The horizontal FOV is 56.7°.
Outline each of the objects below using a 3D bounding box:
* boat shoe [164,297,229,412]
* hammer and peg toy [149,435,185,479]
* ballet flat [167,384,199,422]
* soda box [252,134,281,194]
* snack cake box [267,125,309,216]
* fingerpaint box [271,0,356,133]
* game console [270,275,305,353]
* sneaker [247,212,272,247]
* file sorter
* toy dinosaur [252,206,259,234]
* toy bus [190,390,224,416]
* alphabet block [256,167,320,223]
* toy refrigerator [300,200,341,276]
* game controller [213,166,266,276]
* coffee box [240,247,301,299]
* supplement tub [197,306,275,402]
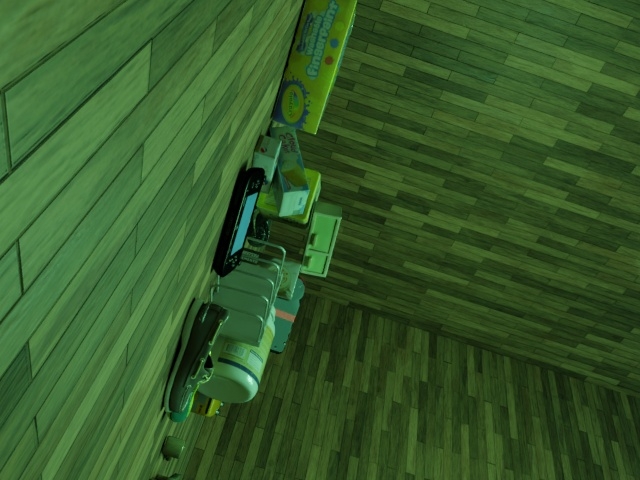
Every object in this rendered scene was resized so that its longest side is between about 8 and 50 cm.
[{"bbox_3d":[-0.319,0.308,1.520,0.116,0.096,0.324,-83,-169,-77],"label":"boat shoe"},{"bbox_3d":[-0.477,0.810,1.855,0.266,0.127,0.361,114,-6,-69],"label":"hammer and peg toy"},{"bbox_3d":[-0.370,0.387,1.638,0.231,0.077,0.077,-69,-156,4],"label":"ballet flat"},{"bbox_3d":[-0.175,-0.235,1.860,0.216,0.069,0.074,114,-7,-62],"label":"soda box"},{"bbox_3d":[-0.116,-0.233,1.991,0.152,0.089,0.264,109,-30,-61],"label":"snack cake box"},{"bbox_3d":[-0.009,-0.618,2.013,0.371,0.163,0.445,-79,-173,-71],"label":"fingerpaint box"},{"bbox_3d":[-0.237,0.260,2.408,0.060,0.386,0.342,13,-101,45],"label":"game console"},{"bbox_3d":[-0.229,-0.120,2.408,0.130,0.109,0.286,-106,-140,-68],"label":"sneaker"},{"bbox_3d":[-0.234,0.149,1.839,0.173,0.192,0.278,107,-1,-52],"label":"file sorter"},{"bbox_3d":[-0.248,-0.121,2.286,0.092,0.053,0.183,-50,155,-54],"label":"toy dinosaur"},{"bbox_3d":[-0.401,0.541,2.112,0.333,0.130,0.108,124,-17,-82],"label":"toy bus"},{"bbox_3d":[-0.113,-0.165,2.180,0.197,0.193,0.192,91,14,-80],"label":"alphabet block"},{"bbox_3d":[0.000,0.000,2.199,0.094,0.102,0.270,-86,-171,-58],"label":"toy refrigerator"},{"bbox_3d":[-0.227,-0.053,1.675,0.166,0.067,0.319,-81,-171,-76],"label":"game controller"},{"bbox_3d":[-0.211,0.125,2.221,0.098,0.246,0.141,124,-17,-79],"label":"coffee box"},{"bbox_3d":[-0.279,0.342,1.940,0.228,0.228,0.316,111,-3,-50],"label":"supplement tub"}]
